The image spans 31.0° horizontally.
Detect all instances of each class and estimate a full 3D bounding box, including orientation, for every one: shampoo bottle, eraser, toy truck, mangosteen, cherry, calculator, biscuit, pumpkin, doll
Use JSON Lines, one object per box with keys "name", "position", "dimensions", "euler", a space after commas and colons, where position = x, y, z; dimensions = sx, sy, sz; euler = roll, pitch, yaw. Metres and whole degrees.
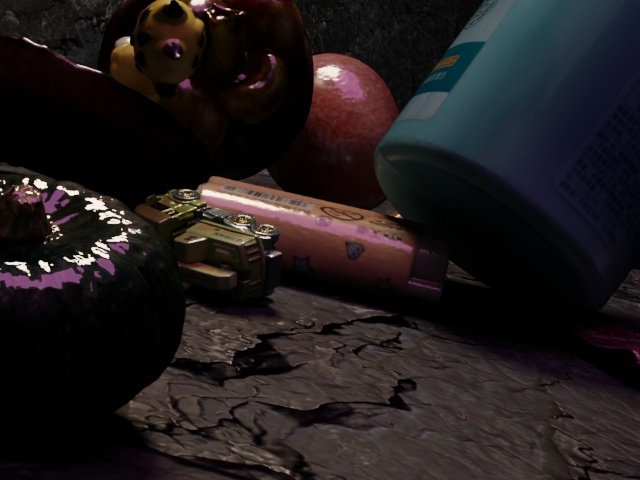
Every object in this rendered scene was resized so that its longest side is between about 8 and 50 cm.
{"name": "shampoo bottle", "position": [0.284, -0.131, 1.366], "dimensions": [0.331, 0.342, 0.331], "euler": [35, -13, 10]}
{"name": "eraser", "position": [0.000, 0.000, 1.327], "dimensions": [0.290, 0.087, 0.171], "euler": [12, 13, 2]}
{"name": "toy truck", "position": [-0.122, 0.009, 1.167], "dimensions": [0.169, 0.077, 0.100], "euler": [24, 29, 32]}
{"name": "mangosteen", "position": [-0.147, -0.229, 1.548], "dimensions": [0.307, 0.307, 0.347], "euler": [10, -2, -16]}
{"name": "cherry", "position": [0.012, -0.163, 1.762], "dimensions": [0.213, 0.236, 0.285], "euler": [-21, 54, -10]}
{"name": "calculator", "position": [0.337, 0.119, 1.259], "dimensions": [0.127, 0.034, 0.190], "euler": [7, 7, -24]}
{"name": "biscuit", "position": [-0.328, -0.134, 1.334], "dimensions": [0.407, 0.091, 0.407], "euler": [18, -10, 3]}
{"name": "pumpkin", "position": [-0.193, 0.034, 0.745], "dimensions": [0.212, 0.152, 0.211], "euler": [8, 13, -2]}
{"name": "doll", "position": [-0.186, -0.201, 1.282], "dimensions": [0.086, 0.117, 0.291], "euler": [9, -6, -17]}

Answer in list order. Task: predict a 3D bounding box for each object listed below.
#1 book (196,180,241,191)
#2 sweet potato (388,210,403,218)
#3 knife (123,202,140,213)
{"name": "book", "position": [-0.254, -0.113, 1.749], "dimensions": [0.262, 0.028, 0.374], "euler": [11, 11, -18]}
{"name": "sweet potato", "position": [0.173, -0.018, 1.700], "dimensions": [0.218, 0.051, 0.065], "euler": [3, 12, -40]}
{"name": "knife", "position": [-0.250, -0.039, 1.401], "dimensions": [0.121, 0.018, 0.031], "euler": [8, 12, -34]}
